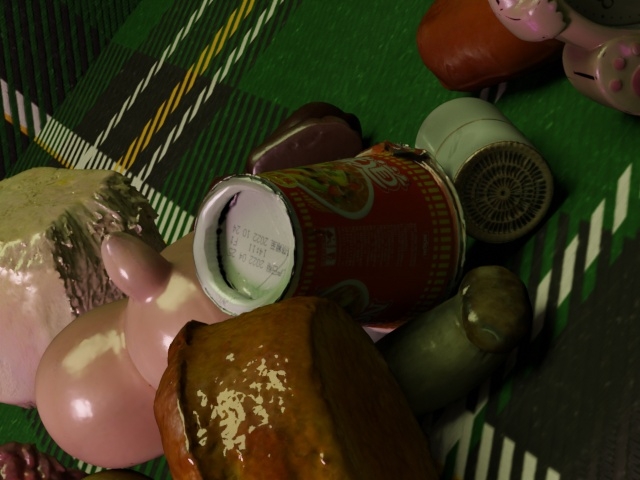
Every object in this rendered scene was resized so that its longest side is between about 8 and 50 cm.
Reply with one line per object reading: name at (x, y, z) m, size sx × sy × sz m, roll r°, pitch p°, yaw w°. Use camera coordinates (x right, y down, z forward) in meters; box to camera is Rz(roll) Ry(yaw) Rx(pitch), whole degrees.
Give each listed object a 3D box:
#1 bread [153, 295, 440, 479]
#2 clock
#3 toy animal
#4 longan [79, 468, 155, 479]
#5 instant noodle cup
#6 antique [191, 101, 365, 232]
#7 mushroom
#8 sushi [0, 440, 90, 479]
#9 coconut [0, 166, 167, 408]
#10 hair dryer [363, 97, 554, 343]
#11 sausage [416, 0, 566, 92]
bread at (-0.015, 0.186, 1.376) m, size 0.172 × 0.312 × 0.312 m, roll -28°, pitch 28°, yaw 13°
clock at (0.270, -0.301, 1.517) m, size 0.284 × 0.309 × 0.114 m, roll -51°, pitch 20°, yaw 3°
toy animal at (-0.152, 0.115, 1.694) m, size 0.326 × 0.237 × 0.269 m, roll -29°, pitch -7°, yaw 4°
longan at (-0.204, 0.311, 1.741) m, size 0.155 × 0.176 × 0.145 m, roll 42°, pitch 137°, yaw 49°
instant noodle cup at (0.000, 0.000, 1.528) m, size 0.193 × 0.212 × 0.193 m, roll 2°, pitch 93°, yaw 41°
antique at (-0.056, -0.072, 2.053) m, size 0.257 × 0.121 × 0.143 m, roll -46°, pitch 16°, yaw 12°
mushroom at (0.083, 0.125, 1.536) m, size 0.312 × 0.081 × 0.100 m, roll -38°, pitch 18°, yaw 40°
sushi at (-0.378, 0.355, 1.865) m, size 0.270 × 0.236 × 0.171 m, roll -42°, pitch 34°, yaw 44°
coconut at (-0.319, 0.079, 2.103) m, size 0.297 × 0.309 × 0.297 m, roll -14°, pitch 26°, yaw 7°
hair dryer at (0.088, 0.025, 1.670) m, size 0.357 × 0.107 × 0.173 m, roll -54°, pitch 19°, yaw 11°
sausage at (0.200, -0.237, 1.800) m, size 0.258 × 0.133 × 0.133 m, roll -15°, pitch 42°, yaw 54°
